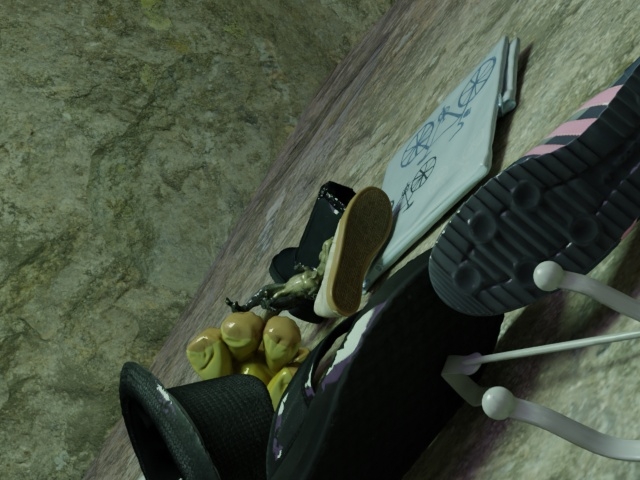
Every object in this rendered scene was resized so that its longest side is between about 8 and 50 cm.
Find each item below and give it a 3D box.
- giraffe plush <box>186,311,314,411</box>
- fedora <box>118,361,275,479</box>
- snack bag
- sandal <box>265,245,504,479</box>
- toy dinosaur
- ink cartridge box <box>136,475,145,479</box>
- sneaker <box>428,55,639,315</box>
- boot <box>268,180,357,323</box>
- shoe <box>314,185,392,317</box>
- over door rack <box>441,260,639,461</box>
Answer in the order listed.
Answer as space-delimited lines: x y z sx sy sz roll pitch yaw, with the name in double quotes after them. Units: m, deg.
-0.089 0.190 1.409 0.170 0.181 0.210 -58 -29 -74 "giraffe plush"
-0.122 0.263 1.160 0.152 0.334 0.334 -23 -1 -22 "fedora"
0.177 -0.113 1.416 0.323 0.037 0.343 -46 17 40 "snack bag"
0.013 0.172 0.871 0.107 0.167 0.446 33 88 45 "sandal"
-0.068 0.087 1.431 0.118 0.064 0.268 -11 -21 -49 "toy dinosaur"
-0.274 0.437 1.501 0.181 0.104 0.062 -42 16 51 "ink cartridge box"
0.230 -0.050 0.802 0.319 0.112 0.131 -40 -10 9 "sneaker"
0.000 0.000 1.570 0.246 0.094 0.207 -114 46 -70 "boot"
0.043 0.016 1.360 0.058 0.076 0.219 -31 31 54 "shoe"
0.131 0.146 0.664 0.324 0.108 0.239 -38 20 57 "over door rack"
